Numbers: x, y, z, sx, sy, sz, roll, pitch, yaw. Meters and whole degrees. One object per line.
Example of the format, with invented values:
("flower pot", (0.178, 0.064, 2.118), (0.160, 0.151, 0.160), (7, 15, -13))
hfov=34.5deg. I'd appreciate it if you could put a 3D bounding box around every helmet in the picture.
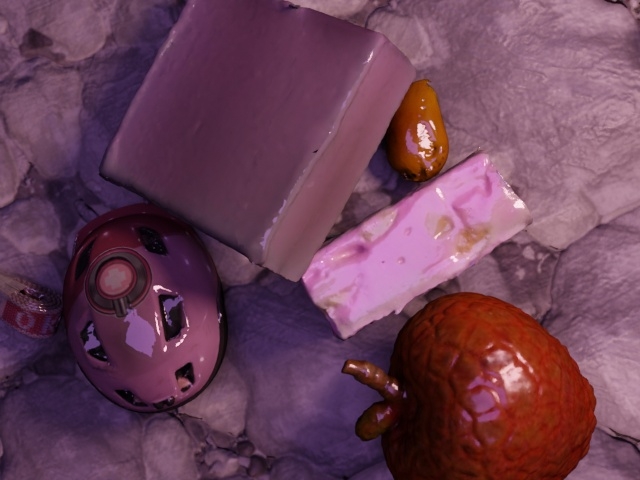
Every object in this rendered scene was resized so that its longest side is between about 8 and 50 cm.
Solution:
("helmet", (-0.218, 0.083, 1.230), (0.198, 0.154, 0.253), (-19, 92, 4))

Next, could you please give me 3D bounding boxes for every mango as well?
("mango", (0.117, -0.132, 1.252), (0.077, 0.063, 0.127), (-3, 83, 9))

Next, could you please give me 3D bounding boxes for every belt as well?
("belt", (-0.429, 0.056, 1.283), (0.232, 0.071, 0.053), (23, 110, 7))

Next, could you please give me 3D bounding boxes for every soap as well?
("soap", (-0.083, -0.136, 1.178), (0.296, 0.107, 0.285), (29, 88, 36))

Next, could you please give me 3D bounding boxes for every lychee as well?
("lychee", (0.166, 0.184, 1.149), (0.300, 0.255, 0.255), (2, 88, -27))

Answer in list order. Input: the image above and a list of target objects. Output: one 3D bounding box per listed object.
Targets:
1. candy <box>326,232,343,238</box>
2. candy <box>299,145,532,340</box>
("candy", (0.000, 0.000, 1.279), (0.083, 0.025, 0.023), (-9, 131, -4))
("candy", (0.106, 0.008, 1.201), (0.265, 0.155, 0.116), (-31, 85, 4))
